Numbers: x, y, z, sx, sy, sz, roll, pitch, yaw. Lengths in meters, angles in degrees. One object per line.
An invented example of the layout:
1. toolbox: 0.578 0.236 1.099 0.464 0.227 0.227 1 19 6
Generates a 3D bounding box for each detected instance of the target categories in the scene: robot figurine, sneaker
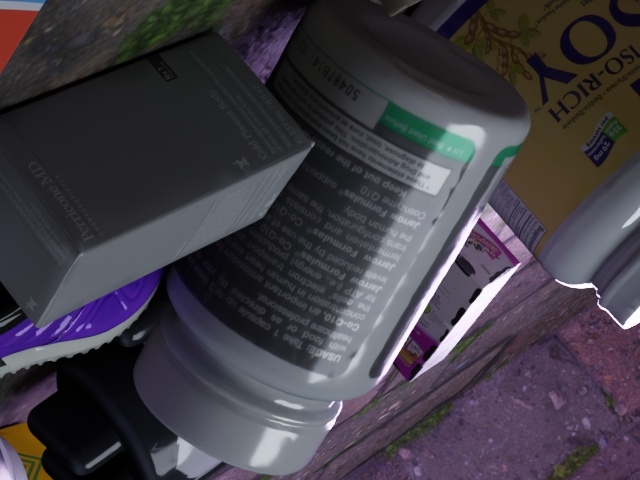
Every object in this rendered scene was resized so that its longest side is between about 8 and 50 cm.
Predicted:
1. robot figurine: -0.143 0.148 1.908 0.278 0.173 0.209 -33 175 -24
2. sneaker: -0.209 0.022 1.484 0.293 0.102 0.146 -27 161 -43

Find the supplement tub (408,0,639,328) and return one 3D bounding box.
1. supplement tub: 0.245 -0.109 1.781 0.241 0.331 0.241 -37 166 -11

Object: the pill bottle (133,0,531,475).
1. pill bottle: 0.000 0.000 1.594 0.361 0.204 0.204 -60 160 19

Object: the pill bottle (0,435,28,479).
1. pill bottle: -0.346 0.202 1.538 0.176 0.176 0.318 -41 166 6

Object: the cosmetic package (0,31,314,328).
1. cosmetic package: -0.137 -0.048 1.404 0.238 0.127 0.107 -29 163 -45

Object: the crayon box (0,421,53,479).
1. crayon box: -0.447 0.349 1.893 0.363 0.106 0.313 -45 166 21

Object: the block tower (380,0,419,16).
1. block tower: 0.160 -0.285 1.455 0.335 0.091 0.097 -34 -175 -25

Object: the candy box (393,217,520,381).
1. candy box: 0.118 0.042 2.302 0.071 0.159 0.233 -32 165 -34

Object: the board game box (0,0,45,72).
1. board game box: -0.251 -0.131 0.957 0.316 0.064 0.242 -23 159 -49
